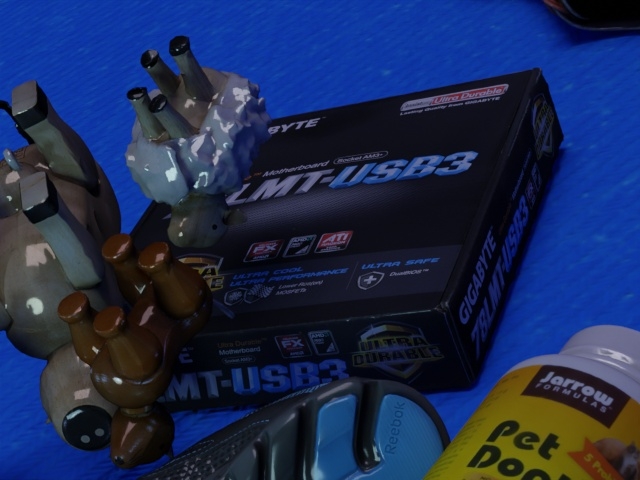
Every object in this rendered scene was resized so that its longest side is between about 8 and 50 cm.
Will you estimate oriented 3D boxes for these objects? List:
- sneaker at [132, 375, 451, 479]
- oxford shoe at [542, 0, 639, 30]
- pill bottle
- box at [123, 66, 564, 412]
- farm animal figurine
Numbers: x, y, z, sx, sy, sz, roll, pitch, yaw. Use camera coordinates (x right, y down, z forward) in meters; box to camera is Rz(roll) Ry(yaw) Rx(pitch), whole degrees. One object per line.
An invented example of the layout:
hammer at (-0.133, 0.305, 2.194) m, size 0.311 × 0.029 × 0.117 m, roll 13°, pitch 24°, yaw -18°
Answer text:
sneaker at (-0.082, 0.188, 1.041) m, size 0.341 × 0.125 × 0.139 m, roll -27°, pitch 1°, yaw -3°
oxford shoe at (0.206, -0.243, 1.549) m, size 0.130 × 0.123 × 0.348 m, roll -41°, pitch 33°, yaw -27°
pill bottle at (0.111, 0.139, 0.948) m, size 0.117 × 0.117 × 0.215 m, roll 3°, pitch 37°, yaw 39°
box at (0.000, 0.000, 1.323) m, size 0.296 × 0.073 × 0.293 m, roll -7°, pitch 33°, yaw 26°
farm animal figurine at (-0.188, 0.054, 1.175) m, size 0.330 × 0.172 × 0.326 m, roll -13°, pitch 45°, yaw 21°
